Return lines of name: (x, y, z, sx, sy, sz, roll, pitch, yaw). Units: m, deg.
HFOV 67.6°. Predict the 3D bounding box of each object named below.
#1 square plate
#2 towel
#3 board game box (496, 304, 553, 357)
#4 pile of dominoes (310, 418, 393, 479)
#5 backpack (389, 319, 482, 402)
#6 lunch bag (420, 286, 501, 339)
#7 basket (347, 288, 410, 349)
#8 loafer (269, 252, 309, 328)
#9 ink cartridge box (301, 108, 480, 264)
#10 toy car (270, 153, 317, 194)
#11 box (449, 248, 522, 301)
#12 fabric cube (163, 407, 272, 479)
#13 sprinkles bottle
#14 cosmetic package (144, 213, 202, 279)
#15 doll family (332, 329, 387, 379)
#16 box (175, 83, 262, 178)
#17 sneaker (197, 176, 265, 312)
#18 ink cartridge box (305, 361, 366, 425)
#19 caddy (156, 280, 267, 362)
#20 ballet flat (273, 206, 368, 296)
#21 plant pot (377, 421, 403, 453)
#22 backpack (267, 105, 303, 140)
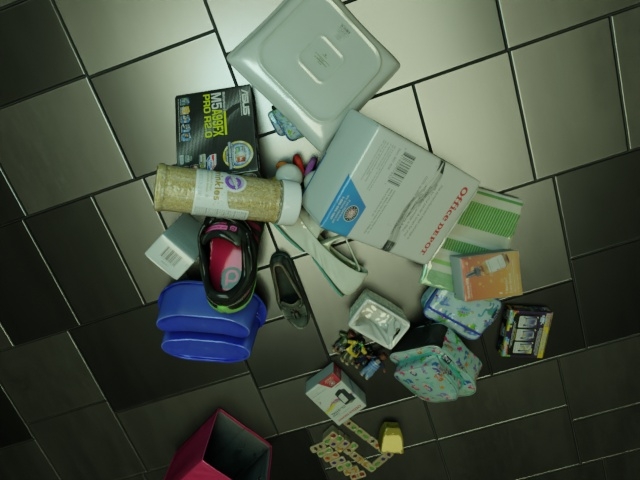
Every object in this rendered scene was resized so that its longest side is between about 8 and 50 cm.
square plate: (-0.004, -0.475, 1.260, 0.347, 0.049, 0.344, 43, 83, -12)
towel: (0.453, 0.003, 1.433, 0.248, 0.038, 0.324, 16, 91, -5)
board game box: (0.666, 0.297, 1.564, 0.141, 0.048, 0.170, 3, 107, -3)
pile of dominoes: (0.111, 0.768, 1.720, 0.251, 0.040, 0.196, 41, 103, -11)
backpack: (0.373, 0.399, 1.511, 0.254, 0.191, 0.225, 39, 141, -18)
lunch bag: (0.442, 0.206, 1.516, 0.219, 0.090, 0.176, 30, 108, -8)
basket: (0.182, 0.246, 1.520, 0.167, 0.103, 0.113, 32, 105, -9)
loafer: (-0.104, 0.172, 1.506, 0.096, 0.084, 0.267, -17, 107, 5)
ink cartridge box: (0.191, -0.130, 1.291, 0.395, 0.166, 0.285, 20, 109, -34)
toy car: (-0.048, -0.180, 1.378, 0.182, 0.159, 0.136, 13, 71, -4)
box: (0.474, 0.098, 1.374, 0.171, 0.091, 0.129, -8, 93, -4)
fabric cube: (-0.350, 0.792, 1.617, 0.259, 0.254, 0.258, 40, 103, -12)
sprinkles bottle: (-0.231, -0.112, 1.208, 0.356, 0.121, 0.121, 5, 108, -18)
cosmetic package: (-0.401, 0.009, 1.378, 0.117, 0.231, 0.085, 44, 103, -12)
doll family: (0.136, 0.374, 1.581, 0.193, 0.076, 0.111, 38, 100, -16)
box: (-0.279, -0.283, 1.301, 0.217, 0.060, 0.269, -8, 72, 4)
sneaker: (-0.241, -0.041, 1.331, 0.186, 0.202, 0.481, -2, 81, -4)
ink cartridge box: (0.053, 0.521, 1.624, 0.127, 0.072, 0.175, -40, 103, 11)
caddy: (-0.341, 0.240, 1.486, 0.342, 0.179, 0.241, 6, 132, -2)
ballet flat: (0.000, 0.000, 1.425, 0.139, 0.139, 0.400, -38, 112, 11)
plant pot: (0.248, 0.685, 1.675, 0.081, 0.081, 0.083, 3, 96, -1)
backpack: (-0.085, -0.336, 1.337, 0.084, 0.105, 0.114, -21, 105, 30)
